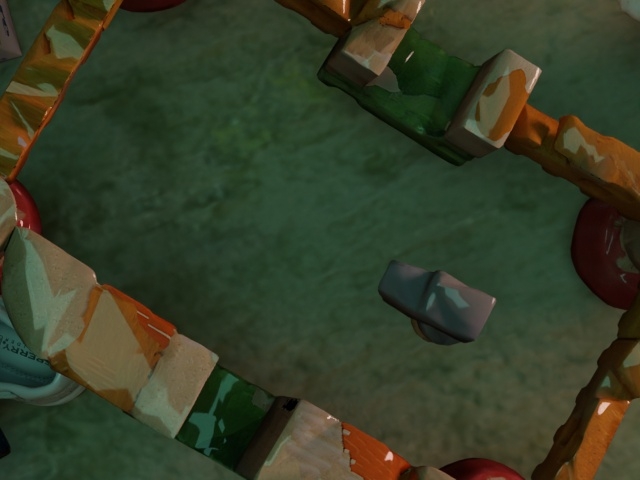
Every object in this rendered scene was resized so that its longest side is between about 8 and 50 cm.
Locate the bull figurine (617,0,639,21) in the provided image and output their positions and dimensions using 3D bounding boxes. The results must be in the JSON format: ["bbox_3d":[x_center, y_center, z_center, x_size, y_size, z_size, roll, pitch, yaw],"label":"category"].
[{"bbox_3d":[0.315,-0.099,1.154,0.188,0.101,0.310,-31,102,12],"label":"bull figurine"}]

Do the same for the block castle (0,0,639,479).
[{"bbox_3d":[0.000,0.000,1.185,0.453,0.213,0.303,31,82,-6],"label":"block castle"}]

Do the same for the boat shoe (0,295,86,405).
[{"bbox_3d":[-0.284,0.045,1.266,0.277,0.096,0.098,12,92,4],"label":"boat shoe"}]

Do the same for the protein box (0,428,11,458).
[{"bbox_3d":[-0.331,0.093,1.153,0.201,0.136,0.200,-29,86,4],"label":"protein box"}]

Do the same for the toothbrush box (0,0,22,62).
[{"bbox_3d":[-0.323,-0.147,1.172,0.206,0.283,0.122,-17,91,4],"label":"toothbrush box"}]
